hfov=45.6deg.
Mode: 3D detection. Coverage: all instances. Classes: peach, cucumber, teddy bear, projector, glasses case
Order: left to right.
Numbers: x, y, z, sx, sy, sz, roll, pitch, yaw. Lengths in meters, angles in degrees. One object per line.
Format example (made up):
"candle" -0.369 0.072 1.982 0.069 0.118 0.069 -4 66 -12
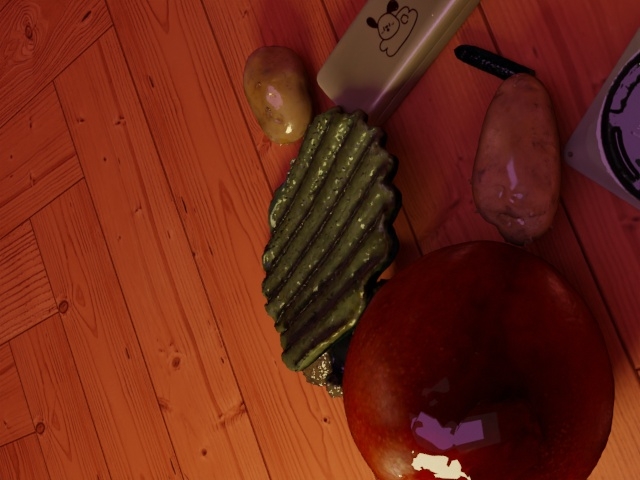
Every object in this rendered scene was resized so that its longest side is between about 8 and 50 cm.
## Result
"teddy bear" 0.061 0.181 1.284 0.129 0.182 0.251 40 140 -18
"glasses case" 0.128 -0.332 1.202 0.131 0.070 0.313 51 121 20
"peach" 0.202 0.195 1.014 0.388 0.388 0.388 5 98 36
"cucumber" 0.257 -0.264 1.140 0.133 0.032 0.032 33 113 30
"projector" 0.479 -0.147 0.961 0.257 0.079 0.259 39 118 25

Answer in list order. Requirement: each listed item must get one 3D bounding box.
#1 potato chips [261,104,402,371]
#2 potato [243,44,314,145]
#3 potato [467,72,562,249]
"potato chips" 0.000 0.000 1.253 0.429 0.070 0.358 -57 40 35
"potato" -0.072 -0.255 1.335 0.118 0.109 0.178 -17 91 14
"potato" 0.271 -0.111 1.062 0.128 0.161 0.234 1 106 11
